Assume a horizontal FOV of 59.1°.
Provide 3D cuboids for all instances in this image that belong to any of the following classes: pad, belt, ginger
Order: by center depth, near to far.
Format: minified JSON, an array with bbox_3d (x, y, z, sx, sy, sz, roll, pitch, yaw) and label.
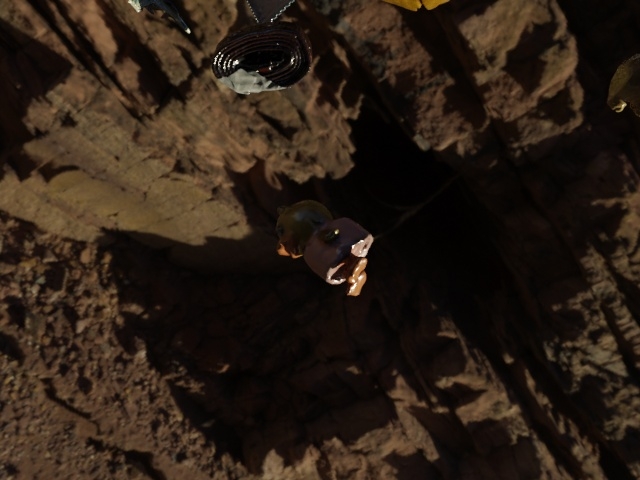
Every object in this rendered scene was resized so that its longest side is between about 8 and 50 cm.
[{"bbox_3d":[0.716,-0.311,1.167,0.074,0.213,0.137,-46,144,-50],"label":"ginger"},{"bbox_3d":[-0.168,-0.533,1.642,0.164,0.289,0.184,-93,174,-56],"label":"belt"},{"bbox_3d":[-0.148,-0.899,1.990,0.012,0.269,0.269,31,26,-49],"label":"pad"}]

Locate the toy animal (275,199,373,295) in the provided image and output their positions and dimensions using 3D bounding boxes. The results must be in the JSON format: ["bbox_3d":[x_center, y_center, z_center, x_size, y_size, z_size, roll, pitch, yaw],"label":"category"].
[{"bbox_3d":[0.001,-0.004,1.370,0.281,0.169,0.195,28,-27,19],"label":"toy animal"}]

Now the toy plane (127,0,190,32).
[{"bbox_3d":[-0.480,-0.697,1.635,0.262,0.088,0.192,53,39,-50],"label":"toy plane"}]

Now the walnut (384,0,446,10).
[{"bbox_3d":[0.152,-0.584,1.132,0.336,0.209,0.209,26,9,17],"label":"walnut"}]
